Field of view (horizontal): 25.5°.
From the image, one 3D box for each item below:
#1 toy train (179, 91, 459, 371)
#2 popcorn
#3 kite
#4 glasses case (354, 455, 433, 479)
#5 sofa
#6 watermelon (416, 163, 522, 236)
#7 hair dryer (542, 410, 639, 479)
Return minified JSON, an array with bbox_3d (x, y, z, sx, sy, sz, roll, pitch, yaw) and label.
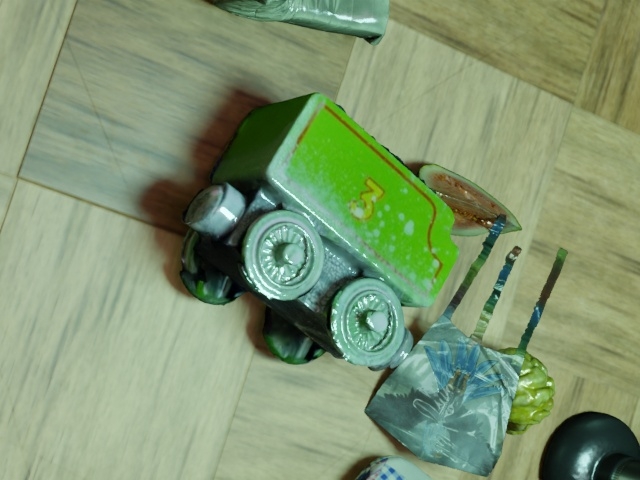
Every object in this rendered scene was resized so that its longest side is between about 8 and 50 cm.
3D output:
[{"bbox_3d":[0.000,0.000,1.607,0.307,0.173,0.249,40,67,-24],"label":"toy train"},{"bbox_3d":[0.232,0.191,1.761,0.106,0.121,0.116,-15,108,-28],"label":"popcorn"},{"bbox_3d":[0.197,0.133,1.710,0.169,0.015,0.310,32,98,10],"label":"kite"},{"bbox_3d":[0.153,0.394,1.760,0.327,0.076,0.125,45,72,-24],"label":"glasses case"},{"bbox_3d":[0.005,-0.337,1.572,0.225,0.176,0.210,9,89,-28],"label":"sofa"},{"bbox_3d":[0.159,-0.038,1.739,0.163,0.087,0.069,21,114,-30],"label":"watermelon"},{"bbox_3d":[0.497,0.301,1.821,0.284,0.320,0.155,-11,99,-37],"label":"hair dryer"}]
